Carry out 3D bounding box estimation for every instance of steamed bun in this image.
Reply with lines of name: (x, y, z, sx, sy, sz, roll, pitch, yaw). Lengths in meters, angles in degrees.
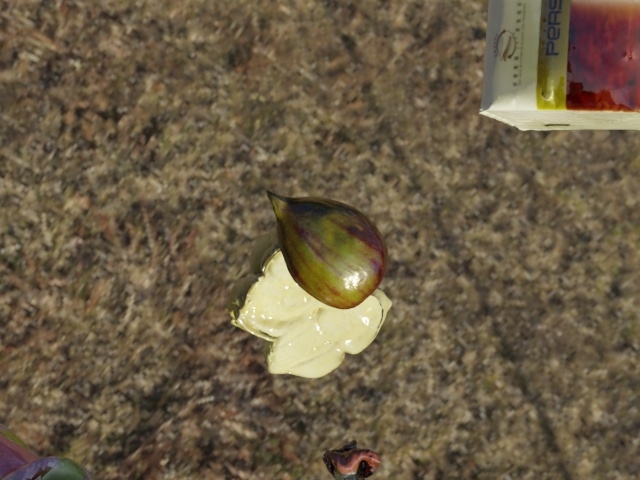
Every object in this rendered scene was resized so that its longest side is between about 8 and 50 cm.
steamed bun: (-0.022, 0.076, 1.420, 0.177, 0.192, 0.106, 27, 23, -17)

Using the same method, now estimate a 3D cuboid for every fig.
fig: (0.000, 0.000, 1.205, 0.154, 0.103, 0.109, 40, 1, -19)

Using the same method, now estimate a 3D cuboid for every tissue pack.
tissue pack: (0.163, -0.146, 0.699, 0.099, 0.106, 0.149, 5, 88, -62)

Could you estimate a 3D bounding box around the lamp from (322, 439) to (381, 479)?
lamp: (0.068, 0.434, 1.689, 0.151, 0.215, 0.223, -25, 36, -28)

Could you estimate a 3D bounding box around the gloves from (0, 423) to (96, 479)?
gloves: (-0.114, 0.118, 0.340, 0.126, 0.145, 0.241, -4, 24, -17)
